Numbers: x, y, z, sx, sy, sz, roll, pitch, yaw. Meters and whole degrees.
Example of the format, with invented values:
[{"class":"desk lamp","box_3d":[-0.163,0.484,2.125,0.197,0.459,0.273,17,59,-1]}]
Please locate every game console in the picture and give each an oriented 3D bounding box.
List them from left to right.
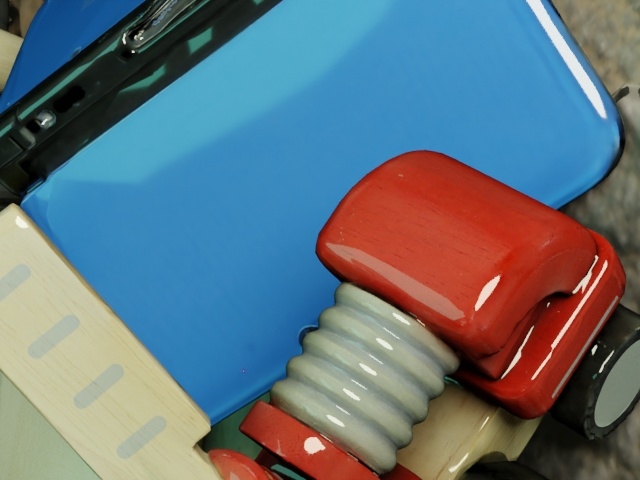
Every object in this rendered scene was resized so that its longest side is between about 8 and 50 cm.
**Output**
[{"class":"game console","box_3d":[-0.015,-0.088,0.845,0.293,0.173,0.250,-33,27,23]}]

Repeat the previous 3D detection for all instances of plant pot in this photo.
[{"class":"plant pot","box_3d":[-0.132,0.130,1.003,0.096,0.109,0.109,5,87,44]}]

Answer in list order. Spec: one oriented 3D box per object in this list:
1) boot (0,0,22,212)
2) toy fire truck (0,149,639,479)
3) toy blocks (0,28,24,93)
[{"class":"boot","box_3d":[-0.372,-0.158,1.363,0.367,0.146,0.445,-30,64,35]},{"class":"toy fire truck","box_3d":[-0.005,0.048,0.625,0.158,0.246,0.217,30,82,30]},{"class":"toy blocks","box_3d":[-0.410,-0.095,1.110,0.288,0.260,0.309,39,103,39]}]
